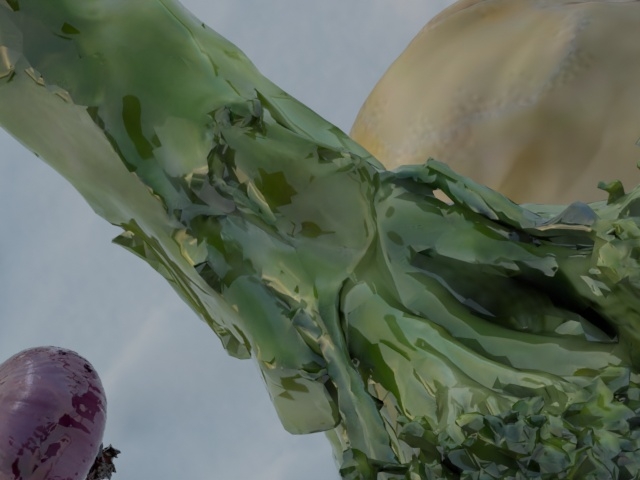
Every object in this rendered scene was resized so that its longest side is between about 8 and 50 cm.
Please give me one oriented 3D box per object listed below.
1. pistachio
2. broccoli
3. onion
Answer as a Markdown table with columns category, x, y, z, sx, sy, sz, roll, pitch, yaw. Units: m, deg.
| category | x | y | z | sx | sy | sz | roll | pitch | yaw |
| --- | --- | --- | --- | --- | --- | --- | --- | --- | --- |
| pistachio | 0.130 | -0.035 | 1.005 | 0.309 | 0.230 | 0.230 | -56 | 31 | 34 |
| broccoli | 0.007 | -0.006 | 0.635 | 0.221 | 0.361 | 0.252 | -43 | 11 | -33 |
| onion | -0.170 | 0.119 | 1.058 | 0.115 | 0.104 | 0.115 | -47 | 30 | 37 |
